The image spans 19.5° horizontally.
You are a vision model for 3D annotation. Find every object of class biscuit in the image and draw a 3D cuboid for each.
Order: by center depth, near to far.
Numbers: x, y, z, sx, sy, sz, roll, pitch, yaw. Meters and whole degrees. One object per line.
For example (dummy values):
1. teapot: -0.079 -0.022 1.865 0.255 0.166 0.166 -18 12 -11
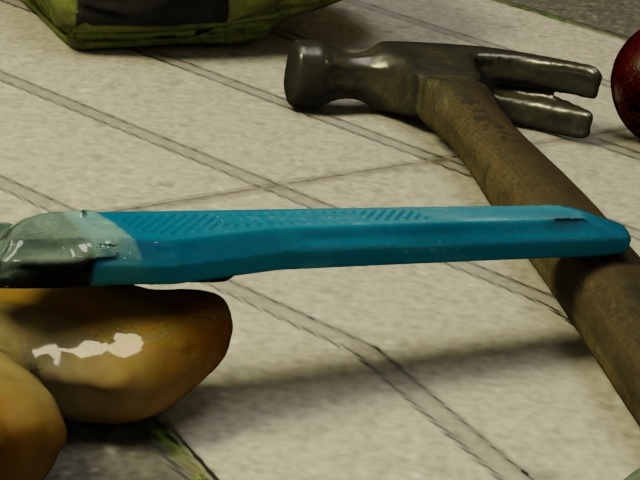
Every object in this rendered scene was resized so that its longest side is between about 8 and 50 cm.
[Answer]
1. biscuit: -0.155 0.031 0.660 0.208 0.047 0.164 18 25 26

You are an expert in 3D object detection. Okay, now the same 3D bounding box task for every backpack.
1. backpack: -0.078 -0.206 1.161 0.253 0.140 0.207 -7 27 -22

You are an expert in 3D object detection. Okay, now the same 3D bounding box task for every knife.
1. knife: 0.000 0.002 0.697 0.296 0.026 0.044 -1 16 -30

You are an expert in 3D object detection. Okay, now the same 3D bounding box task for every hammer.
1. hammer: 0.098 -0.015 0.867 0.168 0.044 0.440 1 23 -11

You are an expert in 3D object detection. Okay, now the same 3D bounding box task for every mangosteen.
1. mangosteen: 0.200 -0.084 1.034 0.081 0.081 0.081 6 21 -2

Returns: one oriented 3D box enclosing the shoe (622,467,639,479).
1. shoe: 0.134 0.130 0.495 0.078 0.079 0.195 37 0 -25
